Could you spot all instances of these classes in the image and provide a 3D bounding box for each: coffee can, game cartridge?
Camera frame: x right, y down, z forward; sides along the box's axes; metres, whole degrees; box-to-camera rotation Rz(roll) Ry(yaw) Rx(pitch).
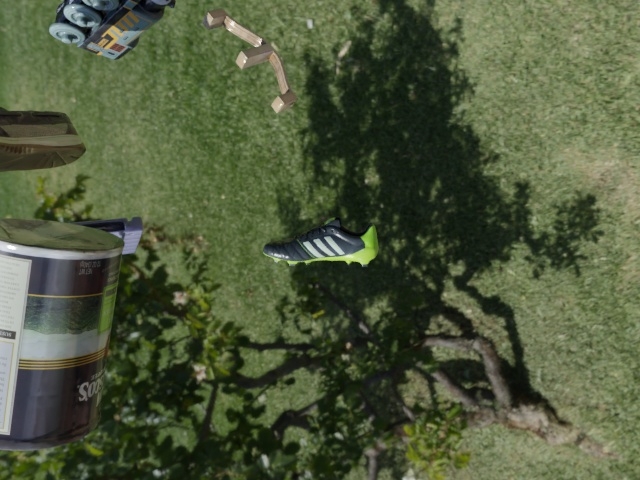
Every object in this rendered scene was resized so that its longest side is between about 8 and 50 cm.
[{"bbox_3d":[-0.401,0.122,0.868,0.201,0.201,0.275,20,103,49],"label":"coffee can"},{"bbox_3d":[-0.686,0.010,1.701,0.230,0.355,0.068,133,125,-60],"label":"game cartridge"}]

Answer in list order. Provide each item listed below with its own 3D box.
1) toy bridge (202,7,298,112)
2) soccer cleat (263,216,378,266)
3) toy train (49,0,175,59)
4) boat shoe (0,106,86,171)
[{"bbox_3d":[-0.096,-0.274,0.907,0.188,0.063,0.026,51,140,7],"label":"toy bridge"},{"bbox_3d":[0.000,0.000,0.943,0.060,0.179,0.072,-76,-14,-74],"label":"soccer cleat"},{"bbox_3d":[-0.459,-0.512,1.339,0.334,0.190,0.142,-12,72,47],"label":"toy train"},{"bbox_3d":[-0.402,-0.128,0.750,0.080,0.223,0.073,-33,76,36],"label":"boat shoe"}]
